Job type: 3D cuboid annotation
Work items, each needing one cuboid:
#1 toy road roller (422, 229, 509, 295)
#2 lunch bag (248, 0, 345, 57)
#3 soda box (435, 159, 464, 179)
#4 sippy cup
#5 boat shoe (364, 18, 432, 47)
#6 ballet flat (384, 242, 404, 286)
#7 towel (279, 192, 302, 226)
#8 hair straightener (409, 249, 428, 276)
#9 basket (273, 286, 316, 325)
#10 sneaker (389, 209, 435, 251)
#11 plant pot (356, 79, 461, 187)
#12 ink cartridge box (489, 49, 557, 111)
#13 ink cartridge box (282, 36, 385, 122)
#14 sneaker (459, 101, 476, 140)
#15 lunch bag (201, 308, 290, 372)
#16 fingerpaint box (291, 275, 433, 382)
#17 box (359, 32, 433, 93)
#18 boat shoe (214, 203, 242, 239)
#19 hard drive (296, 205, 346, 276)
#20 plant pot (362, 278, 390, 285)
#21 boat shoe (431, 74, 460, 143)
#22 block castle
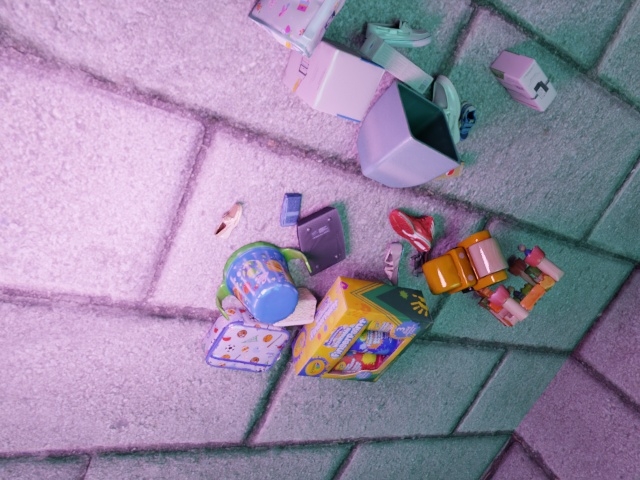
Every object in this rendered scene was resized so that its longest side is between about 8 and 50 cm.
[{"bbox_3d":[0.563,0.114,2.164,0.241,0.202,0.329,-15,167,-19],"label":"toy road roller"},{"bbox_3d":[-0.038,-0.602,1.388,0.160,0.262,0.223,27,104,-39],"label":"lunch bag"},{"bbox_3d":[0.443,-0.267,2.015,0.182,0.061,0.058,-10,124,-23],"label":"soda box"},{"bbox_3d":[-0.188,0.156,1.832,0.240,0.224,0.305,22,107,-38],"label":"sippy cup"},{"bbox_3d":[0.243,-0.632,1.645,0.227,0.083,0.075,-13,127,-21],"label":"boat shoe"},{"bbox_3d":[0.291,0.099,2.181,0.068,0.072,0.213,3,121,0],"label":"ballet flat"},{"bbox_3d":[-0.101,-0.103,1.838,0.067,0.029,0.119,-5,122,-28],"label":"towel"},{"bbox_3d":[0.401,0.064,2.231,0.089,0.047,0.230,-18,132,-18],"label":"hair straightener"},{"bbox_3d":[-0.109,0.242,2.009,0.167,0.113,0.103,0,116,-29],"label":"basket"},{"bbox_3d":[0.362,-0.068,2.109,0.221,0.087,0.128,46,54,-24],"label":"sneaker"},{"bbox_3d":[0.257,-0.310,1.758,0.247,0.247,0.252,18,140,-37],"label":"plant pot"},{"bbox_3d":[0.722,-0.565,1.917,0.208,0.153,0.086,30,101,-41],"label":"ink cartridge box"},{"bbox_3d":[0.029,-0.469,1.534,0.171,0.232,0.168,8,118,-34],"label":"ink cartridge box"},{"bbox_3d":[0.528,-0.425,1.960,0.053,0.059,0.144,-18,128,-21],"label":"sneaker"},{"bbox_3d":[-0.273,0.383,2.010,0.304,0.115,0.243,20,111,-36],"label":"lunch bag"},{"bbox_3d":[0.146,0.360,2.080,0.372,0.163,0.444,12,132,-24],"label":"fingerpaint box"},{"bbox_3d":[0.240,-0.536,1.657,0.324,0.063,0.067,7,124,-52],"label":"box"},{"bbox_3d":[-0.297,-0.062,1.739,0.045,0.050,0.135,16,112,-42],"label":"boat shoe"},{"bbox_3d":[0.000,0.000,1.933,0.172,0.054,0.254,-27,135,-14],"label":"hard drive"},{"bbox_3d":[0.201,0.230,2.155,0.238,0.109,0.237,-6,137,-6],"label":"plant pot"},{"bbox_3d":[0.419,-0.431,1.869,0.096,0.098,0.277,-29,131,-11],"label":"boat shoe"},{"bbox_3d":[0.834,0.192,2.345,0.303,0.213,0.453,-48,167,0],"label":"block castle"}]
